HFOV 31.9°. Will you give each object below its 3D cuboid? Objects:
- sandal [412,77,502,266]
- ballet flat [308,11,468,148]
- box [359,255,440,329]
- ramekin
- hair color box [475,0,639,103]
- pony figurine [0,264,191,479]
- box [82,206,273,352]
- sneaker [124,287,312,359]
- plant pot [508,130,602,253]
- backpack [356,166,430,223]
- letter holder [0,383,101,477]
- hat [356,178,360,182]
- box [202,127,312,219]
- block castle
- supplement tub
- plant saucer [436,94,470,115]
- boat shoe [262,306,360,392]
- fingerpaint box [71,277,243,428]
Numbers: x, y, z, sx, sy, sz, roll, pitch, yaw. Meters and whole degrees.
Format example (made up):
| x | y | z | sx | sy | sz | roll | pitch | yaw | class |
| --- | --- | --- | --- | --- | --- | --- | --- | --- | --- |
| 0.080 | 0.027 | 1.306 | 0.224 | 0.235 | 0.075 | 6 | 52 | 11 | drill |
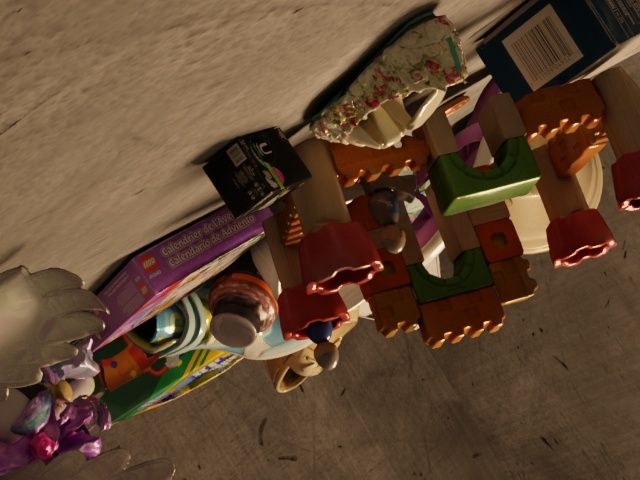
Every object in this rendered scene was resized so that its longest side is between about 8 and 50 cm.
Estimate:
| x | y | z | sx | sy | sz | roll | pitch | yaw | class |
| --- | --- | --- | --- | --- | --- | --- | --- | --- | --- |
| 0.187 | -0.121 | 1.628 | 0.416 | 0.102 | 0.169 | -59 | -175 | -35 | sandal |
| 0.061 | -0.131 | 1.067 | 0.091 | 0.077 | 0.241 | -31 | 178 | -28 | ballet flat |
| 0.079 | 0.046 | 1.985 | 0.290 | 0.169 | 0.087 | 14 | 148 | -33 | box |
| 0.000 | 0.000 | 1.554 | 0.207 | 0.109 | 0.207 | -23 | 136 | -25 | ramekin |
| 0.366 | -0.283 | 1.375 | 0.347 | 0.105 | 0.174 | -29 | 176 | -39 | hair color box |
| -0.316 | 0.187 | 1.070 | 0.351 | 0.303 | 0.363 | -23 | -168 | 0 | pony figurine |
| -0.200 | 0.046 | 1.492 | 0.201 | 0.057 | 0.293 | -32 | 178 | -33 | box |
| -0.157 | 0.127 | 1.720 | 0.319 | 0.127 | 0.208 | -3 | 177 | 9 | sneaker |
| 0.421 | -0.162 | 2.299 | 0.334 | 0.334 | 0.305 | -32 | 166 | 3 | plant pot |
| 0.141 | -0.080 | 2.117 | 0.166 | 0.144 | 0.188 | -20 | 167 | -47 | backpack |
| -0.416 | 0.323 | 1.501 | 0.214 | 0.302 | 0.152 | -34 | 176 | 38 | letter holder |
| 0.000 | -0.026 | 1.843 | 0.208 | 0.173 | 0.183 | -2 | -146 | 19 | hat |
| -0.059 | -0.065 | 1.068 | 0.052 | 0.062 | 0.083 | -35 | 175 | 29 | box |
| 0.167 | -0.011 | 1.310 | 0.453 | 0.213 | 0.303 | -14 | 164 | -14 | block castle |
| -0.103 | 0.065 | 1.645 | 0.106 | 0.106 | 0.198 | -34 | -156 | 36 | supplement tub |
| 0.202 | -0.210 | 1.798 | 0.083 | 0.013 | 0.083 | -32 | 177 | -2 | plant saucer |
| -0.013 | 0.185 | 1.942 | 0.109 | 0.098 | 0.302 | -3 | 159 | -31 | boat shoe |
| -0.214 | 0.162 | 2.061 | 0.371 | 0.163 | 0.445 | -33 | 174 | 8 | fingerpaint box |
